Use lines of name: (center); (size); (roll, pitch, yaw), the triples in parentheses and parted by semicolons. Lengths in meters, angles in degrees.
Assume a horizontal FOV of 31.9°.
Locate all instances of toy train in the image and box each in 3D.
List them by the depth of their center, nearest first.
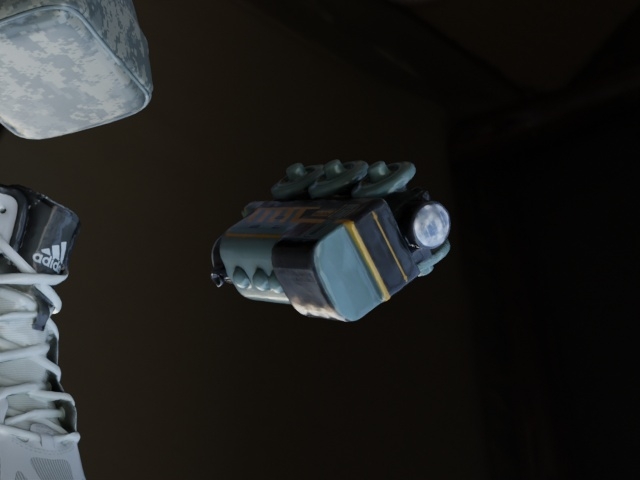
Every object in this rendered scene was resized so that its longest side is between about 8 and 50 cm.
toy train: (0.000, 0.000, 1.278); (0.190, 0.142, 0.334); (-34, -160, -27)

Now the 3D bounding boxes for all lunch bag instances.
lunch bag: (-0.351, -0.301, 1.391); (0.305, 0.213, 0.256); (53, 27, -68)

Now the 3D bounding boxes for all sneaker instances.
sneaker: (-0.283, 0.094, 0.982); (0.447, 0.169, 0.257); (37, -88, 34)
